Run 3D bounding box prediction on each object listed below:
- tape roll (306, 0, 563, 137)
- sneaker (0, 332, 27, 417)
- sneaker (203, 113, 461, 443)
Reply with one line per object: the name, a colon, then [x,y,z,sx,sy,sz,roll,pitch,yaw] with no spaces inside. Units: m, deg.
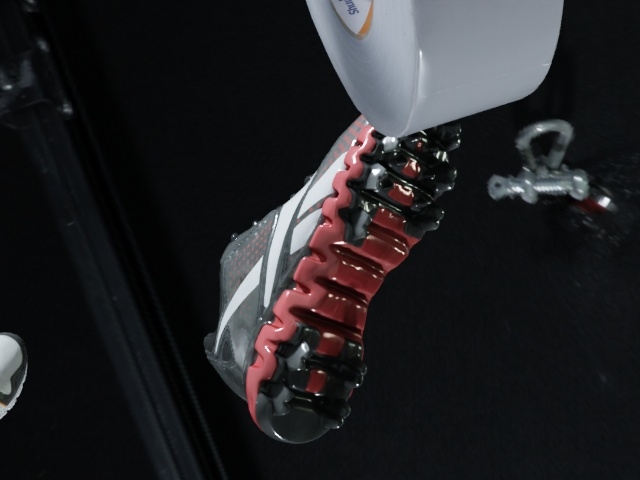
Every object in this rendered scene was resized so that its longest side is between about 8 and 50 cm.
tape roll: [0.037,-0.165,0.514,0.072,0.219,0.219,-18,-82,-8]
sneaker: [-0.202,0.091,0.576,0.040,0.044,0.109,34,-124,5]
sneaker: [0.000,0.000,0.751,0.097,0.135,0.276,28,-94,-45]
